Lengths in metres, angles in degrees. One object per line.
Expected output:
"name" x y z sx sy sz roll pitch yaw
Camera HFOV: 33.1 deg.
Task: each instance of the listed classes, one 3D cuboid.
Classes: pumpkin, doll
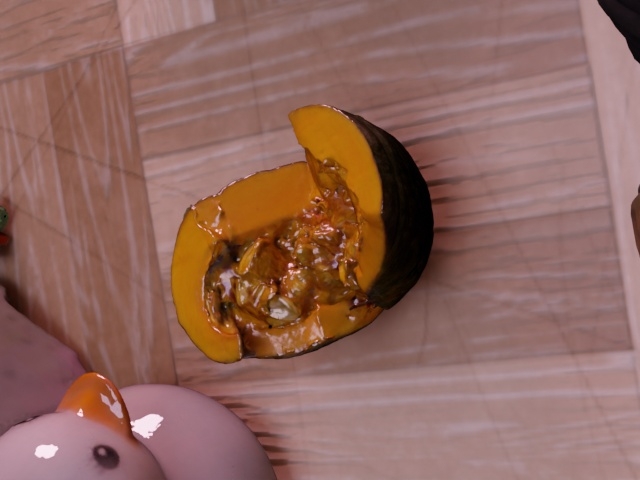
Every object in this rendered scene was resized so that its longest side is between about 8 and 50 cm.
"pumpkin" 0.000 0.000 0.654 0.183 0.107 0.119 -34 71 36
"doll" -0.138 0.204 0.697 0.221 0.221 0.251 13 102 29

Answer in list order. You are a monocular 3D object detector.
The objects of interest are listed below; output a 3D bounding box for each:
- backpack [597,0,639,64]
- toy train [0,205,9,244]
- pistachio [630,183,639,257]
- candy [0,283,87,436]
"backpack" 0.259 -0.221 0.381 0.363 0.255 0.446 27 106 43
"toy train" -0.290 -0.021 0.861 0.103 0.044 0.064 28 98 25
"pistachio" 0.233 0.017 0.515 0.185 0.126 0.108 22 67 38
"candy" -0.290 0.123 0.788 0.185 0.195 0.137 42 116 16
